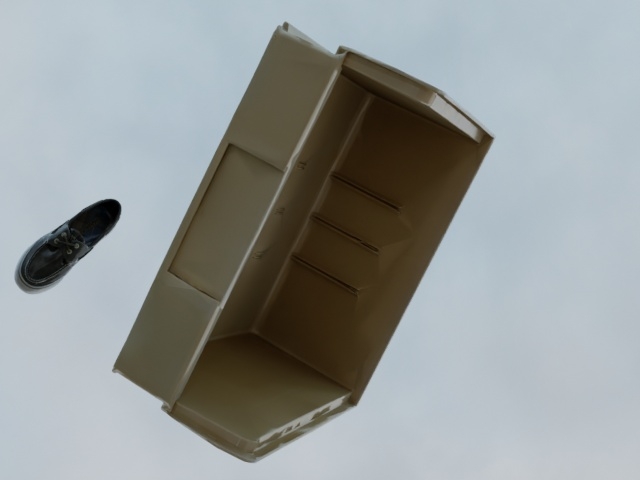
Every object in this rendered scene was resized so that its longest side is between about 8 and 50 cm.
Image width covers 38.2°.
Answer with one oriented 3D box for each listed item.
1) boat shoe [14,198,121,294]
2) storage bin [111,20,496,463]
[{"bbox_3d":[-0.261,0.001,0.964,0.049,0.142,0.040,46,-41,-6],"label":"boat shoe"},{"bbox_3d":[0.000,0.000,0.682,0.123,0.260,0.262,29,-82,16],"label":"storage bin"}]
